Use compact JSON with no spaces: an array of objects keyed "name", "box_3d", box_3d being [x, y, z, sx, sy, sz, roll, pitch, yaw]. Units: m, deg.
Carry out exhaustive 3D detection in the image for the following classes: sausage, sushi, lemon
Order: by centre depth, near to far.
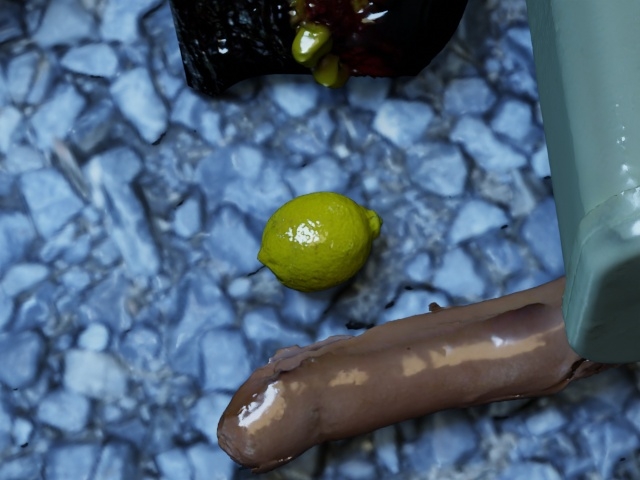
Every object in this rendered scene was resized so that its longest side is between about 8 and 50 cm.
[{"name":"sausage","box_3d":[0.081,0.073,1.096,0.304,0.078,0.078,-16,78,-5]},{"name":"sushi","box_3d":[0.016,-0.177,1.110,0.150,0.153,0.172,25,59,24]},{"name":"lemon","box_3d":[0.000,0.000,1.117,0.083,0.062,0.062,-16,78,-7]}]

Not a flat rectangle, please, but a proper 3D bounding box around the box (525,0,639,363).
[{"name":"box","box_3d":[0.297,-0.123,1.053,0.351,0.177,0.344,-6,61,-1]}]
